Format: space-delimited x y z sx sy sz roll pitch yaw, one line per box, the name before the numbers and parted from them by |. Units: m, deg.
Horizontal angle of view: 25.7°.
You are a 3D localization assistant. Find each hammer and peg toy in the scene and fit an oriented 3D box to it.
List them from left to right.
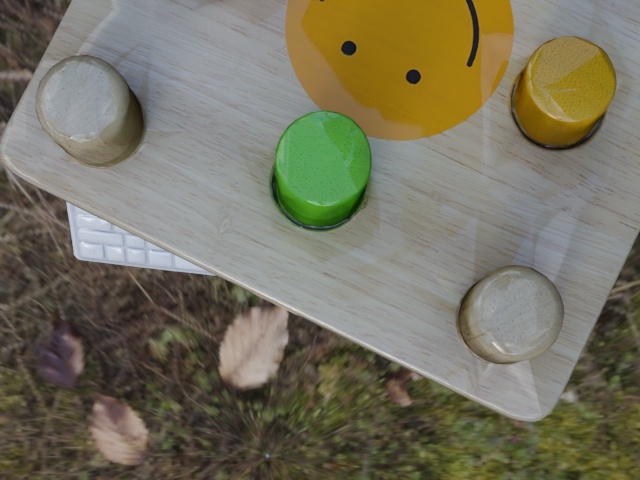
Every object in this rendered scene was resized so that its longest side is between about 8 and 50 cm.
hammer and peg toy | -0.013 -0.118 0.588 0.361 0.127 0.266 27 84 3

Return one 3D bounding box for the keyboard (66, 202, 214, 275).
keyboard | 0.000 0.000 0.707 0.256 0.072 0.014 6 46 2
